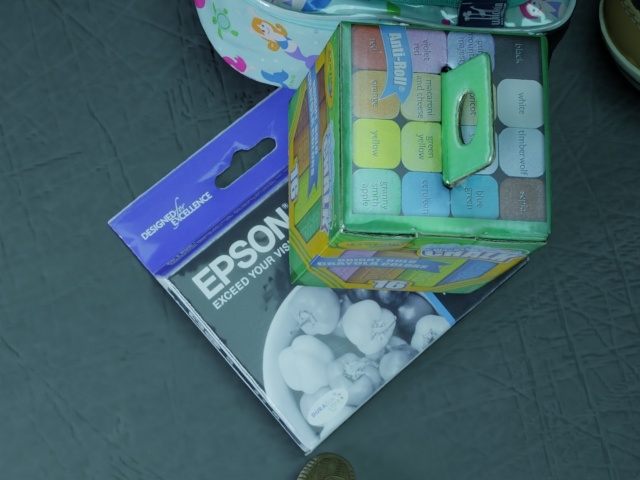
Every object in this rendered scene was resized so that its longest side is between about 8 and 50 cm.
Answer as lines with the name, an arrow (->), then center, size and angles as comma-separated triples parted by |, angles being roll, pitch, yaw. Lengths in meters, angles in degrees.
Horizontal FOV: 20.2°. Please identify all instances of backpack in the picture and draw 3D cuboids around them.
backpack -> 0.037, -0.213, 1.193 | 0.253, 0.191, 0.225 | -2, 65, -2

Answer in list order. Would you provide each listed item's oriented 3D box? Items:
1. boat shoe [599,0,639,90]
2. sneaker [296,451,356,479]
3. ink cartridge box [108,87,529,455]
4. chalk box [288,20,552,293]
boat shoe -> 0.405, -0.283, 1.270 | 0.500, 0.156, 0.187 | -36, 65, -15
sneaker -> -0.008, 0.199, 1.170 | 0.042, 0.067, 0.118 | 19, 45, -3
ink cartridge box -> 0.000, 0.000, 1.209 | 0.206, 0.045, 0.208 | -40, 85, -16
chalk box -> 0.061, -0.052, 1.096 | 0.132, 0.213, 0.132 | 3, 76, -10
